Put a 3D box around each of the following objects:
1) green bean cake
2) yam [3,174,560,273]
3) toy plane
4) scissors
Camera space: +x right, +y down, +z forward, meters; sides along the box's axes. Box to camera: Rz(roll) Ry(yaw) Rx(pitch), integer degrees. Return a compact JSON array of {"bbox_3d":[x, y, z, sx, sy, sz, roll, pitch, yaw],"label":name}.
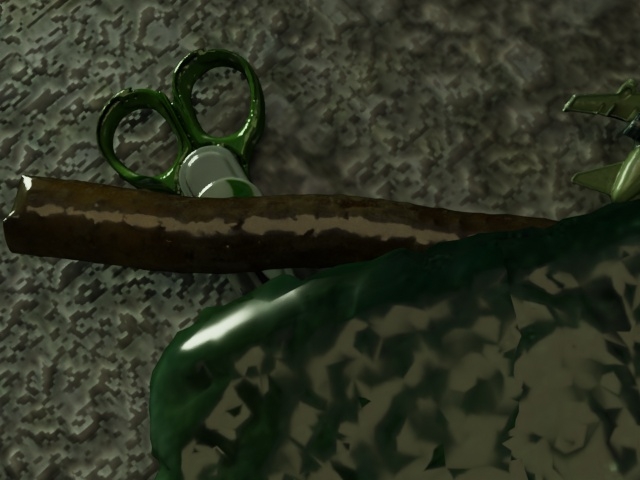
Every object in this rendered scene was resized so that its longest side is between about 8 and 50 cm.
[{"bbox_3d":[0.097,0.152,0.491,0.307,0.169,0.300,-11,65,9],"label":"green bean cake"},{"bbox_3d":[0.000,0.000,0.614,0.326,0.045,0.045,5,32,6],"label":"yam"},{"bbox_3d":[0.182,-0.056,0.621,0.102,0.040,0.111,39,83,4],"label":"toy plane"},{"bbox_3d":[-0.049,-0.015,0.664,0.101,0.027,0.204,-30,67,2],"label":"scissors"}]
